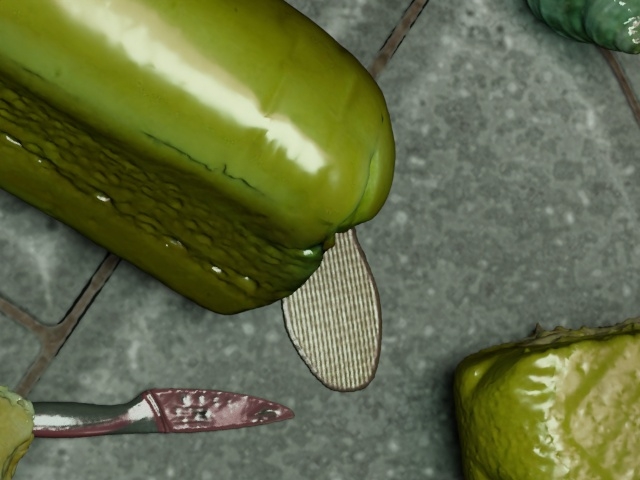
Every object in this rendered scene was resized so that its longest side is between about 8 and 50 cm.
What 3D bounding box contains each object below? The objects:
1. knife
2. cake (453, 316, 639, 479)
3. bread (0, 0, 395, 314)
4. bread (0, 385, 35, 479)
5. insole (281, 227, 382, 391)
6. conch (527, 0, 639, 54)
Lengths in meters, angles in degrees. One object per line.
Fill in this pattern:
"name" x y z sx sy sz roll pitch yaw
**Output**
"knife" -0.137 0.134 1.286 0.247 0.018 0.035 0 80 -22
"cake" 0.231 0.136 1.326 0.261 0.179 0.156 -6 85 -17
"bread" -0.125 -0.114 1.205 0.377 0.251 0.208 34 58 -10
"bread" -0.308 0.206 1.159 0.152 0.130 0.267 16 76 20
"insole" 0.000 0.000 1.353 0.086 0.005 0.253 -9 86 -20
"conch" 0.256 -0.247 1.412 0.176 0.122 0.188 25 79 -40
